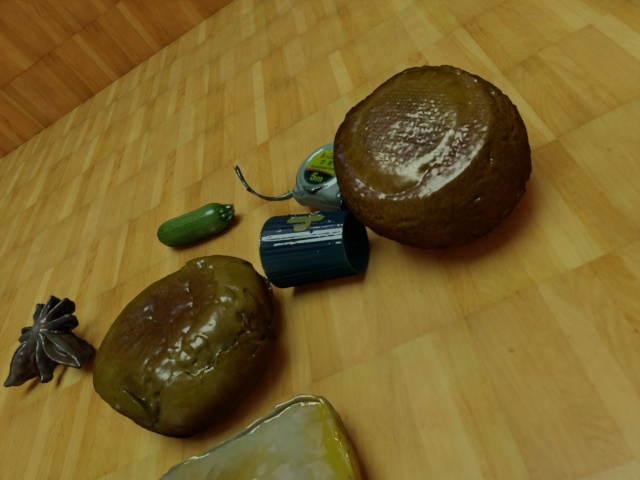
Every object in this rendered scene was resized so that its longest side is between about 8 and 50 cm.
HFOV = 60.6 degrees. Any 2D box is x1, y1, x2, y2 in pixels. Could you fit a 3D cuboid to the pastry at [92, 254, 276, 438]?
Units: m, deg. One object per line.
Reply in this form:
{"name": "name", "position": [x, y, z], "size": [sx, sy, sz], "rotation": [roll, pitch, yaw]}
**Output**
{"name": "pastry", "position": [-0.229, 0.168, 0.938], "size": [0.356, 0.164, 0.355], "rotation": [-24, 41, 23]}

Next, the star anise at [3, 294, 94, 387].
{"name": "star anise", "position": [-0.609, 0.230, 1.233], "size": [0.258, 0.111, 0.198], "rotation": [-27, 55, 26]}

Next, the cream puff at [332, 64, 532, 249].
{"name": "cream puff", "position": [0.175, -0.116, 0.854], "size": [0.303, 0.212, 0.302], "rotation": [-16, 54, 24]}

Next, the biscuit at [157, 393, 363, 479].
{"name": "biscuit", "position": [-0.107, 0.424, 0.632], "size": [0.430, 0.104, 0.446], "rotation": [-34, 36, 2]}

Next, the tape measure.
{"name": "tape measure", "position": [-0.038, -0.136, 1.134], "size": [0.330, 0.084, 0.164], "rotation": [16, 62, 43]}

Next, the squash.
{"name": "squash", "position": [-0.289, -0.034, 1.255], "size": [0.219, 0.068, 0.077], "rotation": [-19, 11, 23]}

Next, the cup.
{"name": "cup", "position": [0.000, 0.000, 0.957], "size": [0.155, 0.131, 0.176], "rotation": [-7, 33, 28]}
